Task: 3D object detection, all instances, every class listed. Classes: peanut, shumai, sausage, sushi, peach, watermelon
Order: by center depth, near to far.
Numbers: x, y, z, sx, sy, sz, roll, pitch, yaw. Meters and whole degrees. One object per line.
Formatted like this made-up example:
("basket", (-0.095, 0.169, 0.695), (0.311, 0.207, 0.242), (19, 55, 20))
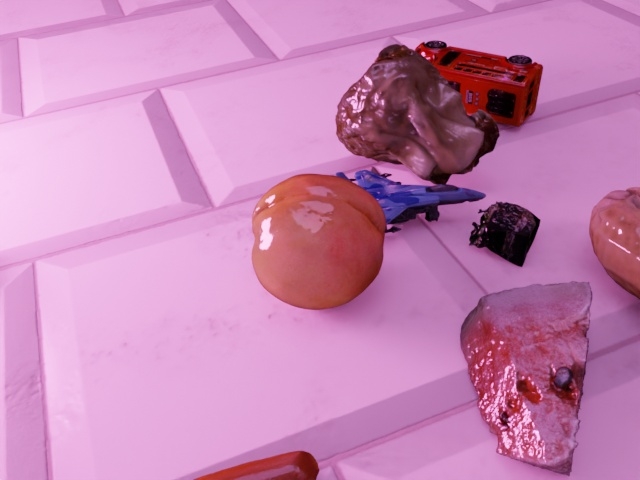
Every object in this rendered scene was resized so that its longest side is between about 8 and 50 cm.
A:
("sausage", (-0.065, 0.245, 0.645), (0.131, 0.041, 0.039), (-12, 35, -9))
("watermelon", (0.235, 0.151, 0.709), (0.154, 0.094, 0.241), (-4, 41, 13))
("peanut", (0.440, 0.035, 0.786), (0.130, 0.130, 0.290), (-16, 39, -13))
("peach", (0.000, 0.000, 0.838), (0.184, 0.184, 0.184), (-3, 39, 2))
("sushi", (0.265, -0.019, 0.921), (0.084, 0.056, 0.083), (19, 45, 25))
("shumai", (0.156, -0.171, 1.032), (0.189, 0.256, 0.218), (-48, 67, 11))

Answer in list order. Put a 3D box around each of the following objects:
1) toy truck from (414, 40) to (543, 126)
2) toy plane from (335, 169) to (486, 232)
("toy truck", (0.281, -0.299, 1.220), (0.252, 0.108, 0.114), (19, 44, 26))
("toy plane", (0.124, -0.056, 0.970), (0.246, 0.078, 0.169), (2, 39, -2))
